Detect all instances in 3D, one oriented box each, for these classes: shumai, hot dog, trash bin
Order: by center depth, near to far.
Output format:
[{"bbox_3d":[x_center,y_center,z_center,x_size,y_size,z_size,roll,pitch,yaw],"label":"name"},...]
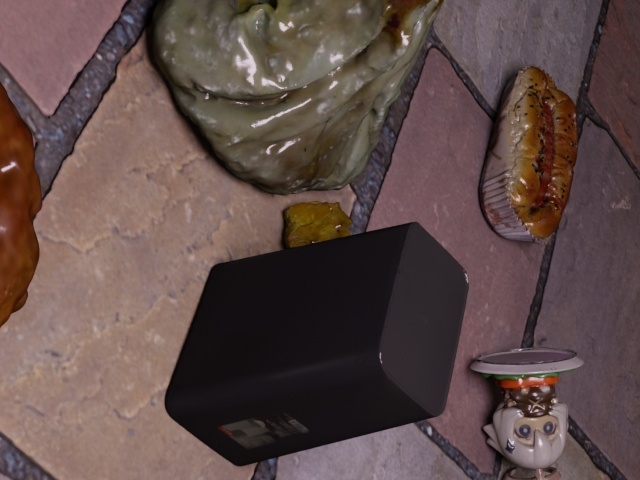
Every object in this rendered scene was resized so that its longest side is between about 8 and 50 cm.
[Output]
[{"bbox_3d":[0.002,0.087,1.067,0.115,0.225,0.165,45,46,-33],"label":"trash bin"},{"bbox_3d":[0.033,-0.201,1.183,0.304,0.263,0.309,47,45,-27],"label":"shumai"},{"bbox_3d":[0.273,-0.109,1.593,0.144,0.075,0.268,39,47,-32],"label":"hot dog"}]

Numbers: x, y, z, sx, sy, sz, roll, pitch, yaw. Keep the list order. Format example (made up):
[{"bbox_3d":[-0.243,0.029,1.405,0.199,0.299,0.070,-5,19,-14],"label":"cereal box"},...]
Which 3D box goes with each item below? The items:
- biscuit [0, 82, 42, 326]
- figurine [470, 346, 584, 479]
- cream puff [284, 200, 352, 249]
[{"bbox_3d":[-0.356,-0.066,0.737,0.342,0.166,0.395,-41,107,-52],"label":"biscuit"},{"bbox_3d":[0.238,0.205,1.415,0.132,0.132,0.154,-7,94,-52],"label":"figurine"},{"bbox_3d":[0.000,0.000,1.230,0.083,0.058,0.083,56,43,-18],"label":"cream puff"}]
